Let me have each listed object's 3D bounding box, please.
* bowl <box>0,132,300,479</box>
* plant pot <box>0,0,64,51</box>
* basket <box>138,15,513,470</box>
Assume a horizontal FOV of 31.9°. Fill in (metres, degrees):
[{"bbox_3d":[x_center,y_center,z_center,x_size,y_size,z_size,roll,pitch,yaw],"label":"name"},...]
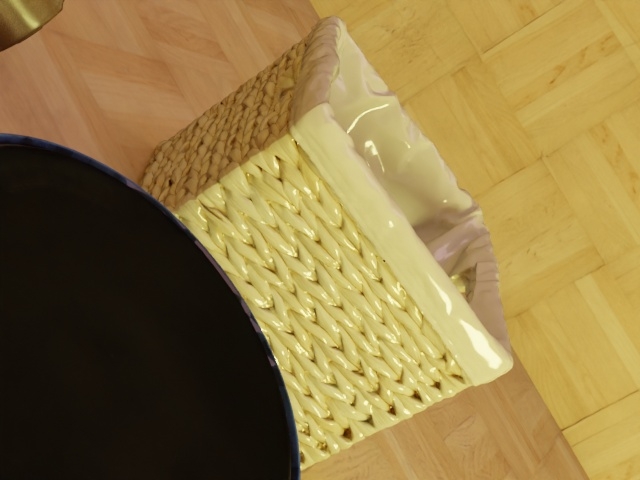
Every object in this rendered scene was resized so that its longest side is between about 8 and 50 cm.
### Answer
[{"bbox_3d":[-0.163,0.093,0.771,0.391,0.077,0.391,39,30,-27],"label":"bowl"},{"bbox_3d":[-0.307,-0.262,0.978,0.165,0.167,0.167,56,15,-34],"label":"plant pot"},{"bbox_3d":[0.000,0.000,1.162,0.331,0.266,0.328,51,19,-19],"label":"basket"}]
